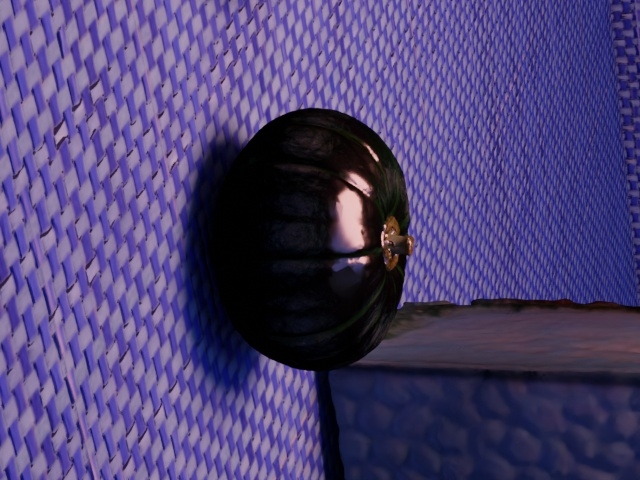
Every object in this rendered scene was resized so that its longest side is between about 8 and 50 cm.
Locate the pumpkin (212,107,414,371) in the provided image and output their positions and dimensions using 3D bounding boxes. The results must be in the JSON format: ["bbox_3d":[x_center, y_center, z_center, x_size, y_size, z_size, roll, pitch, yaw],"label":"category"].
[{"bbox_3d":[0.000,0.000,1.451,0.202,0.140,0.202,2,90,-71],"label":"pumpkin"}]

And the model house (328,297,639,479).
[{"bbox_3d":[0.210,0.241,1.753,0.297,0.360,0.339,-24,114,-73],"label":"model house"}]
